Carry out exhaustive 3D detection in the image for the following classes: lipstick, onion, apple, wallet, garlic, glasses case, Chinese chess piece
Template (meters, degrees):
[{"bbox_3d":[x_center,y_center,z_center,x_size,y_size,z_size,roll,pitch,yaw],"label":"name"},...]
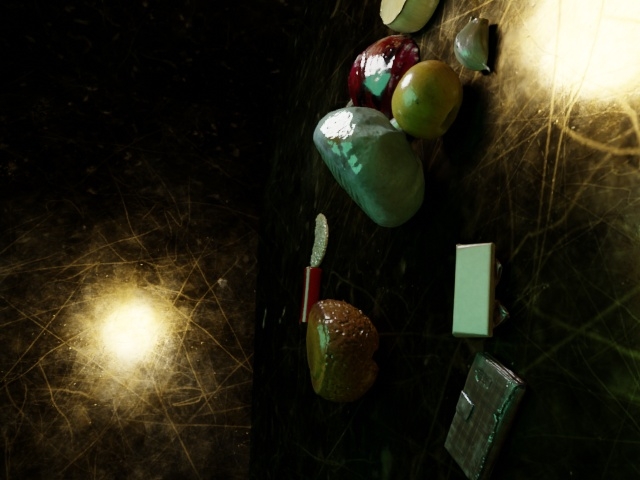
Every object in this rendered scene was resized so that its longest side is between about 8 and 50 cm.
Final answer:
[{"bbox_3d":[-0.040,0.233,1.973,0.080,0.080,0.241,155,121,-69],"label":"lipstick"},{"bbox_3d":[0.192,-0.518,1.490,0.280,0.146,0.314,-145,69,-66],"label":"onion"},{"bbox_3d":[0.266,-0.341,1.150,0.155,0.182,0.182,50,137,27],"label":"apple"},{"bbox_3d":[0.312,0.342,0.899,0.124,0.042,0.230,-133,53,-64],"label":"wallet"},{"bbox_3d":[0.350,-0.448,1.086,0.084,0.066,0.152,159,120,-68],"label":"garlic"},{"bbox_3d":[0.330,0.101,0.937,0.102,0.070,0.193,-6,72,43],"label":"glasses case"},{"bbox_3d":[0.274,-0.760,1.397,0.257,0.104,0.257,-171,90,-73],"label":"Chinese chess piece"}]

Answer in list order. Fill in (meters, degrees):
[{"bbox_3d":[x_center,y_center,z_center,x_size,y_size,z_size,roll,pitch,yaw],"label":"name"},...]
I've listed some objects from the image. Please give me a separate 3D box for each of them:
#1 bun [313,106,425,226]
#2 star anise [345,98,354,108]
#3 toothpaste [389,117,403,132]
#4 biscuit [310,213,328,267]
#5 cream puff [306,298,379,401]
[{"bbox_3d":[0.141,-0.208,1.262,0.211,0.362,0.362,-42,26,5],"label":"bun"},{"bbox_3d":[0.124,-0.486,1.815,0.195,0.065,0.182,111,163,-46],"label":"star anise"},{"bbox_3d":[0.218,-0.333,1.400,0.248,0.047,0.078,-34,46,39],"label":"toothpaste"},{"bbox_3d":[0.001,0.003,2.024,0.133,0.032,0.250,178,100,-71],"label":"biscuit"},{"bbox_3d":[0.069,0.327,1.392,0.303,0.212,0.303,179,90,-75],"label":"cream puff"}]
